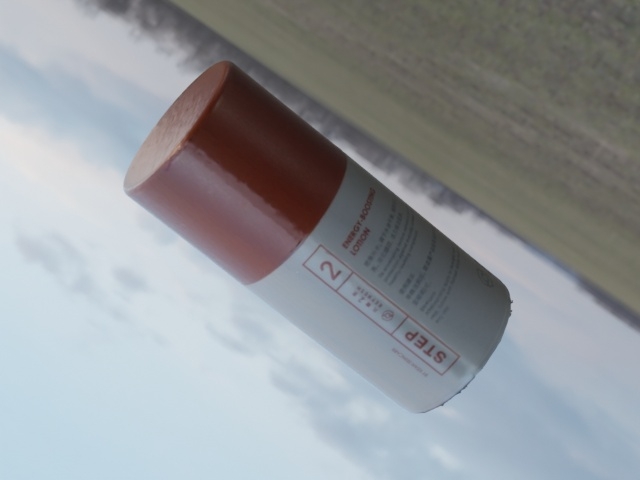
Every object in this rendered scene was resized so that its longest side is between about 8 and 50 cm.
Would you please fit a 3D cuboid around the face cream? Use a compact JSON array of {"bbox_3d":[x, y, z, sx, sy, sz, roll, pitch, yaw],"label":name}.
[{"bbox_3d":[0.000,0.000,0.782,0.214,0.096,0.096,39,-177,-19],"label":"face cream"}]
